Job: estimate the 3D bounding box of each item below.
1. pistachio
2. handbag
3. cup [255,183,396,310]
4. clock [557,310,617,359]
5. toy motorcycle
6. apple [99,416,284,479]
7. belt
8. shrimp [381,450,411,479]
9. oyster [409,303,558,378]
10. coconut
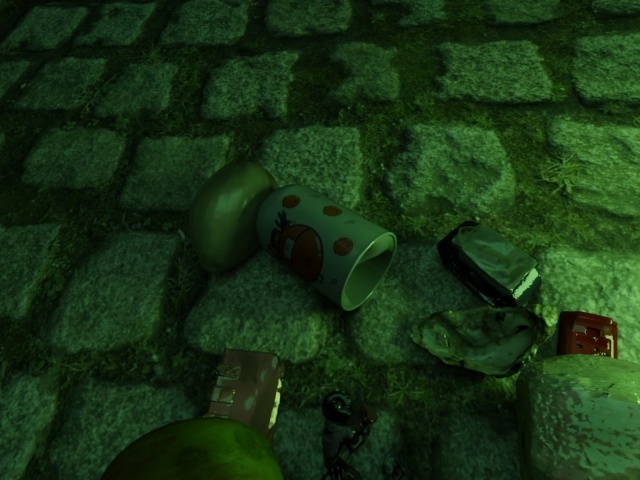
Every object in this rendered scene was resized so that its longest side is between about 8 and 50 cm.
[{"bbox_3d":[-0.235,-0.066,1.168,0.226,0.207,0.332,35,69,-20],"label":"pistachio"},{"bbox_3d":[-0.171,0.354,0.955,0.157,0.059,0.213,3,56,10],"label":"handbag"},{"bbox_3d":[0.000,0.000,1.071,0.317,0.212,0.212,33,67,28],"label":"cup"},{"bbox_3d":[0.571,0.231,0.914,0.113,0.061,0.155,12,62,16],"label":"clock"},{"bbox_3d":[0.058,0.415,0.864,0.118,0.084,0.213,-1,64,7],"label":"toy motorcycle"},{"bbox_3d":[-0.208,0.472,0.723,0.339,0.340,0.340,-4,56,7],"label":"apple"},{"bbox_3d":[0.383,0.064,1.004,0.126,0.140,0.230,-37,64,-16],"label":"belt"},{"bbox_3d":[0.140,0.491,0.816,0.065,0.056,0.165,24,56,-14],"label":"shrimp"},{"bbox_3d":[0.349,0.205,0.943,0.294,0.094,0.166,5,79,30],"label":"oyster"},{"bbox_3d":[0.475,0.337,0.727,0.254,0.297,0.298,-3,56,21],"label":"coconut"}]
